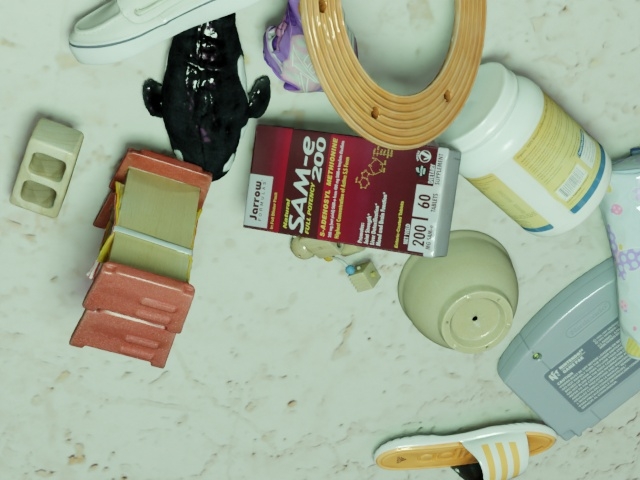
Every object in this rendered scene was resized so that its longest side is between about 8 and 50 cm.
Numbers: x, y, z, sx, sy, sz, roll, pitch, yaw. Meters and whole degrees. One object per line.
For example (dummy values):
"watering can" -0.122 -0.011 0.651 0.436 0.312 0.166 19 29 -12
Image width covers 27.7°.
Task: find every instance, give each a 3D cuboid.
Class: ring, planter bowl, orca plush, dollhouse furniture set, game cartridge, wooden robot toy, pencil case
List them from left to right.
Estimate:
"dollhouse furniture set" -0.322 -0.019 1.492 0.374 0.201 0.152 18 136 -13
"orca plush" -0.115 -0.186 1.508 0.151 0.102 0.287 15 114 -19
"wooden robot toy" 0.000 0.000 1.672 0.079 0.076 0.173 -19 129 41
"ring" 0.081 -0.268 1.432 0.337 0.032 0.336 -3 93 -50
"planter bowl" 0.193 0.082 1.718 0.162 0.109 0.162 -6 119 -10
"game cartridge" 0.402 0.137 1.827 0.294 0.060 0.196 -40 122 11
"pencil case" 0.429 0.020 1.690 0.124 0.113 0.273 -11 100 18

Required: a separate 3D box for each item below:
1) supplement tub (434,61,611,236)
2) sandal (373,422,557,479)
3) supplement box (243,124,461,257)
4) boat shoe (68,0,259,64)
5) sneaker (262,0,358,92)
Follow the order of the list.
"supplement tub" 0.246 -0.112 1.601 0.200 0.144 0.144 38 105 -27
"sandal" 0.210 0.322 1.859 0.265 0.076 0.102 -7 147 -4
"supplement box" 0.036 -0.060 1.541 0.240 0.073 0.130 8 93 19
"boat shoe" -0.174 -0.272 1.417 0.268 0.096 0.088 -14 129 27
"sneaker" -0.020 -0.228 1.472 0.105 0.095 0.236 -4 160 9
